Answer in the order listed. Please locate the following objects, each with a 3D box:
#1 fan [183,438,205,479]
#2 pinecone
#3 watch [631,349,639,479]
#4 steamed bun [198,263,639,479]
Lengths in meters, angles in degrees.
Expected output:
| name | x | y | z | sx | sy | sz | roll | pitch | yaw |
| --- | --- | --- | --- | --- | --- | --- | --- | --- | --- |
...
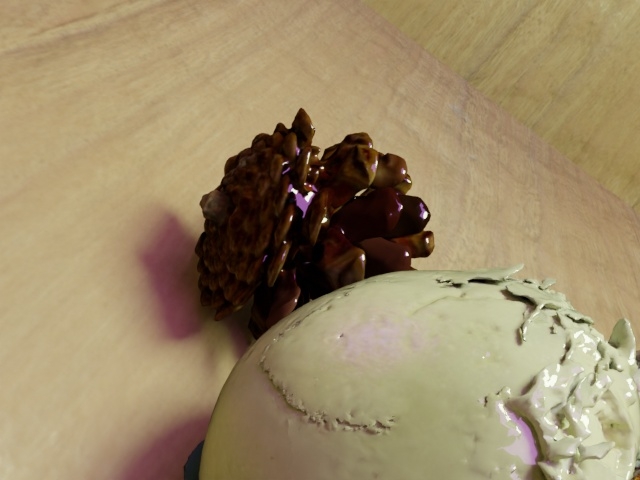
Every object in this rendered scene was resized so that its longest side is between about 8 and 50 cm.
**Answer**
| name | x | y | z | sx | sy | sz | roll | pitch | yaw |
| --- | --- | --- | --- | --- | --- | --- | --- | --- | --- |
| fan | -0.047 | 0.239 | 0.599 | 0.113 | 0.005 | 0.175 | -10 | 55 | -53 |
| pinecone | 0.001 | -0.008 | 0.751 | 0.264 | 0.264 | 0.264 | 27 | 32 | -19 |
| watch | 0.313 | 0.234 | 0.829 | 0.196 | 0.244 | 0.231 | 47 | 9 | 9 |
| steamed bun | 0.065 | 0.150 | 0.508 | 0.311 | 0.233 | 0.334 | 7 | 32 | 18 |
